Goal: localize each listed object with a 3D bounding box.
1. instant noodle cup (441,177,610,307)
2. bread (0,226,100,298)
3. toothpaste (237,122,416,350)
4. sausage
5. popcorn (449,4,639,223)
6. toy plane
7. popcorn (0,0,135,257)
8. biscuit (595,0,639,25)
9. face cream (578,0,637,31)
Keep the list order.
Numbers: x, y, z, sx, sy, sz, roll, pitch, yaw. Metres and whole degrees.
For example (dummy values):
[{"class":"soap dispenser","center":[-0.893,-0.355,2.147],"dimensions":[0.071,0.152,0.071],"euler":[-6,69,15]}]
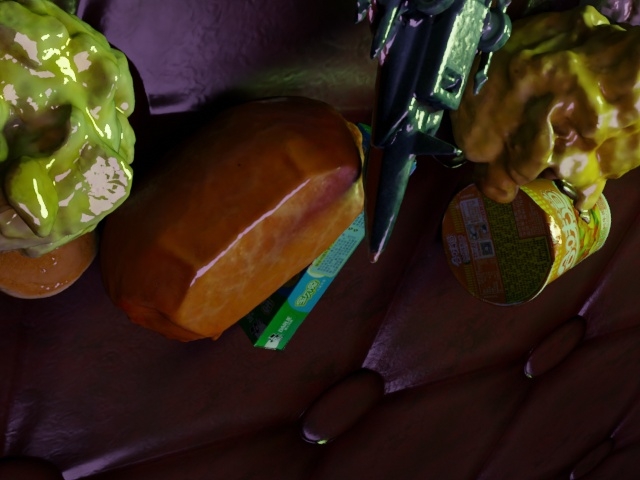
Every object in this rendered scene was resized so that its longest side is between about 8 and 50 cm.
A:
[{"class":"instant noodle cup","center":[0.278,-0.015,1.114],"dimensions":[0.185,0.168,0.168],"euler":[-17,137,-42]},{"class":"bread","center":[-0.248,0.010,0.768],"dimensions":[0.110,0.024,0.110],"euler":[-23,139,-22]},{"class":"toothpaste","center":[0.000,0.000,0.944],"dimensions":[0.050,0.065,0.266],"euler":[14,117,-48]},{"class":"sausage","center":[-0.077,-0.024,0.787],"dimensions":[0.268,0.141,0.153],"euler":[-40,143,-4]},{"class":"popcorn","center":[0.246,-0.143,0.923],"dimensions":[0.190,0.191,0.253],"euler":[15,126,-32]},{"class":"toy plane","center":[0.086,-0.141,0.728],"dimensions":[0.223,0.104,0.326],"euler":[15,79,-48]},{"class":"popcorn","center":[-0.210,-0.074,0.589],"dimensions":[0.167,0.185,0.187],"euler":[-7,165,-9]},{"class":"biscuit","center":[0.340,-0.329,0.760],"dimensions":[0.426,0.078,0.144],"euler":[-49,149,-42]},{"class":"face cream","center":[0.431,-0.255,0.974],"dimensions":[0.218,0.179,0.218],"euler":[-24,140,-22]}]
